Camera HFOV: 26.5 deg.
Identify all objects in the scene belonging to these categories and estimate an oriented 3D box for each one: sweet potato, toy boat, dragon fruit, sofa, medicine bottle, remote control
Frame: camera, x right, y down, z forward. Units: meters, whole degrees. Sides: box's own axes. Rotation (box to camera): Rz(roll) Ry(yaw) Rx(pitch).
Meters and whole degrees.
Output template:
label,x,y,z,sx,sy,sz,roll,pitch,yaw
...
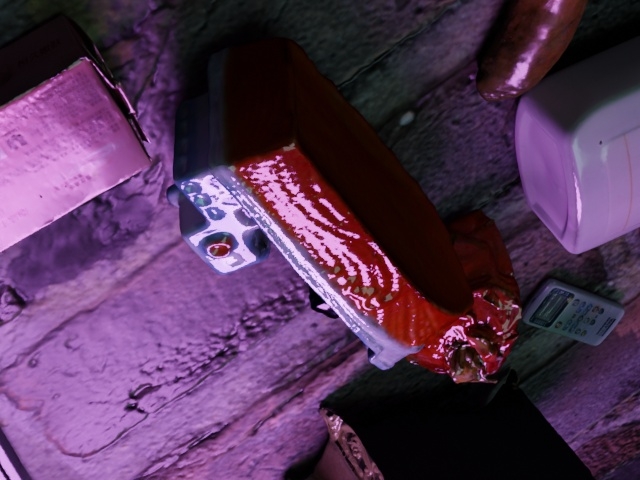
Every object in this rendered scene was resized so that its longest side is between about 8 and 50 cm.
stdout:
label,x,y,z,sx,sy,sz,roll,pitch,yaw
sweet potato,0.172,-0.210,0.983,0.075,0.075,0.273,-11,137,-23
toy boat,0.000,0.000,1.014,0.133,0.145,0.332,-22,139,21
dragon fruit,0.111,0.065,1.154,0.083,0.106,0.162,-5,132,-33
sofa,0.119,0.260,1.267,0.258,0.200,0.182,-8,128,-28
medicine bottle,0.311,-0.111,1.125,0.296,0.111,0.161,-24,137,-9
remote control,0.243,0.070,1.305,0.124,0.018,0.053,20,114,-42

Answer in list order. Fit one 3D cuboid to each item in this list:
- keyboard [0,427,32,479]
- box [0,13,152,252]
label,x,y,z,sx,sy,sz,roll,pitch,yaw
keyboard,-0.289,0.176,1.067,0.093,0.025,0.230,-27,137,-12
box,-0.197,-0.063,0.887,0.156,0.060,0.111,-29,137,-3
